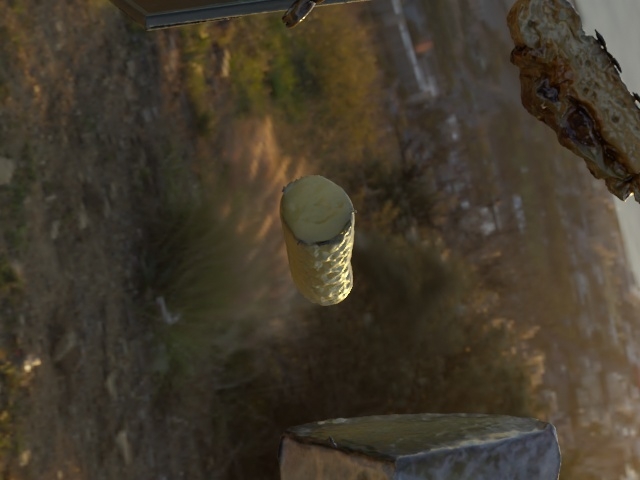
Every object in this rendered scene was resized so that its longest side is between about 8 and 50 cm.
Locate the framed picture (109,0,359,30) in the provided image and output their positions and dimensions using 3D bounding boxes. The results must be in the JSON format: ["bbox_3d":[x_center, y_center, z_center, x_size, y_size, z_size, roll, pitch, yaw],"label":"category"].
[{"bbox_3d":[-0.111,-0.331,1.399,0.335,0.247,0.022,-14,122,-27],"label":"framed picture"}]

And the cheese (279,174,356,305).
[{"bbox_3d":[0.000,0.000,1.468,0.167,0.093,0.123,84,-15,-59],"label":"cheese"}]

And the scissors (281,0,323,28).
[{"bbox_3d":[0.015,-0.307,1.216,0.017,0.088,0.220,42,40,-15],"label":"scissors"}]

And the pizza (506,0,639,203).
[{"bbox_3d":[0.205,-0.101,0.860,0.194,0.069,0.154,59,7,7],"label":"pizza"}]

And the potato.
[{"bbox_3d":[0.110,0.298,1.213,0.264,0.189,0.211,-7,94,-33],"label":"potato"}]
